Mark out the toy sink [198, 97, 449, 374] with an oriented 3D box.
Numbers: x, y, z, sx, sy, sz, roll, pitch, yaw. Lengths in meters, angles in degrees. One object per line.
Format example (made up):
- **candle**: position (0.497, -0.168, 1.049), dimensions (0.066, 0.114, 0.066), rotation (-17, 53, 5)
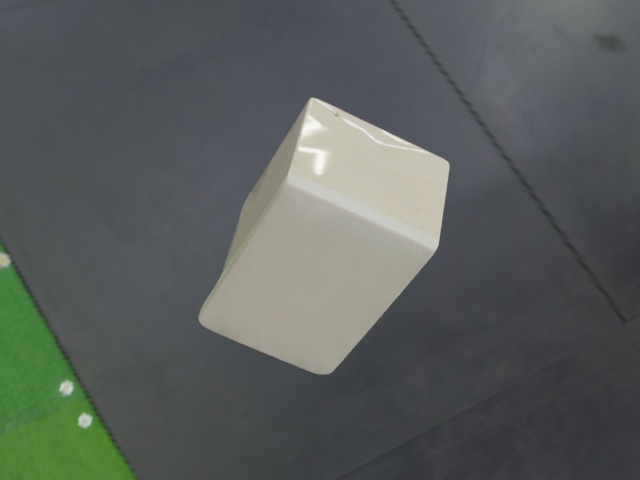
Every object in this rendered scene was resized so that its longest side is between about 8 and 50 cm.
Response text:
- **toy sink**: position (0.000, 0.000, 1.145), dimensions (0.153, 0.234, 0.131), rotation (24, 46, -11)
